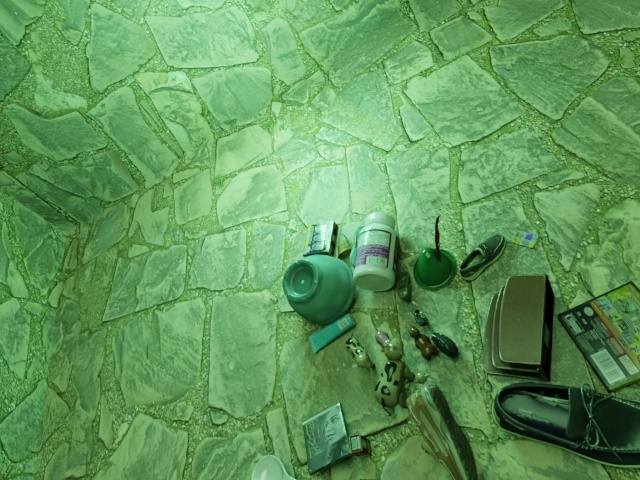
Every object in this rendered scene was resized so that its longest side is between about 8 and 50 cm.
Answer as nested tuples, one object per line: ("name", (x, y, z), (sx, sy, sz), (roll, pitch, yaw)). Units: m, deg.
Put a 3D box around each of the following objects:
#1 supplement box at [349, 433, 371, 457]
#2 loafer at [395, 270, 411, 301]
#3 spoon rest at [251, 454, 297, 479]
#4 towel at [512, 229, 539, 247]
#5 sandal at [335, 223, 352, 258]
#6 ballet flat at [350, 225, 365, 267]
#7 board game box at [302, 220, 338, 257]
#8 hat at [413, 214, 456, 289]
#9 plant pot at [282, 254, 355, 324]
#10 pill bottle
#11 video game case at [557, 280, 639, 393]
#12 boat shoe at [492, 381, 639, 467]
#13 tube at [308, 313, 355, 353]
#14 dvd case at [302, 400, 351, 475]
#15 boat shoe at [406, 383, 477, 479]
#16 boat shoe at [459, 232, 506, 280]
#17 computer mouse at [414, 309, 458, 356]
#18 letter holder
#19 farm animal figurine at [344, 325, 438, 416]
("supplement box", (0.133, 0.690, 1.654), (0.043, 0.083, 0.054), (-22, 49, 19))
("loafer", (0.326, 0.181, 1.933), (0.056, 0.050, 0.148), (-10, 37, 22))
("spoon rest", (-0.133, 0.835, 1.714), (0.277, 0.084, 0.137), (0, 57, 34))
("towel", (0.756, -0.005, 1.820), (0.083, 0.009, 0.060), (23, 71, 41))
("sandal", (0.101, 0.050, 2.172), (0.079, 0.088, 0.239), (12, 69, 3))
("ballet flat", (0.169, 0.038, 2.130), (0.072, 0.068, 0.213), (14, 60, -1))
("board game box", (0.000, 0.000, 2.275), (0.141, 0.048, 0.170), (-9, 54, 30))
("hat", (0.407, 0.056, 1.876), (0.173, 0.183, 0.208), (-14, 51, 24))
("plant pot", (-0.031, 0.184, 2.011), (0.293, 0.196, 0.292), (-12, 66, 29))
("pill bottle", (0.231, 0.041, 2.012), (0.169, 0.169, 0.301), (-8, 54, 28))
("video game case", (0.909, 0.286, 1.491), (0.248, 0.035, 0.274), (-29, 46, 12))
("boat shoe", (0.728, 0.498, 1.369), (0.501, 0.156, 0.186), (2, 57, 32))
("tube", (0.044, 0.368, 1.978), (0.207, 0.052, 0.080), (-35, 41, 13))
("dvd case", (0.017, 0.688, 1.731), (0.165, 0.018, 0.221), (-32, 29, 10))
("boat shoe", (0.368, 0.608, 1.510), (0.116, 0.123, 0.324), (-33, 68, 26))
("boat shoe", (0.601, 0.053, 1.831), (0.223, 0.073, 0.080), (-45, 46, -4))
("computer mouse", (0.409, 0.320, 1.759), (0.242, 0.071, 0.041), (52, 131, 48))
("letter holder", (0.626, 0.276, 1.601), (0.215, 0.152, 0.301), (-2, 57, 34))
("farm animal figurine", (0.235, 0.432, 1.717), (0.331, 0.172, 0.326), (-15, 51, 23))
